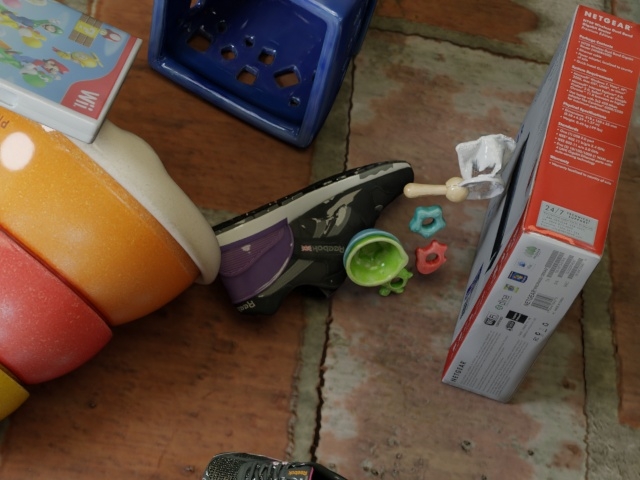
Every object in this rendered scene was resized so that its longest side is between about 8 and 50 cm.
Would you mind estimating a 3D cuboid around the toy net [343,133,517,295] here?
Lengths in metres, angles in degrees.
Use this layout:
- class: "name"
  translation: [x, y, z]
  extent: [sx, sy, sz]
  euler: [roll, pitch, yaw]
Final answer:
- class: "toy net"
  translation: [0.136, -0.022, 1.605]
  extent: [0.232, 0.122, 0.045]
  euler: [-38, 36, 13]

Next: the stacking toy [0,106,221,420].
- class: "stacking toy"
  translation: [-0.368, 0.072, 1.462]
  extent: [0.351, 0.350, 0.480]
  euler: [38, 79, 13]

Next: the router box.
- class: "router box"
  translation: [0.238, -0.030, 1.560]
  extent: [0.082, 0.335, 0.301]
  euler: [18, 57, 1]

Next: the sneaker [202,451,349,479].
- class: "sneaker"
  translation: [-0.032, 0.249, 1.497]
  extent: [0.178, 0.077, 0.072]
  euler: [11, 57, -2]

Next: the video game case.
- class: "video game case"
  translation: [-0.319, -0.199, 1.348]
  extent: [0.285, 0.025, 0.204]
  euler: [24, 30, -8]

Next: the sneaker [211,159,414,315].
- class: "sneaker"
  translation: [0.000, 0.000, 1.657]
  extent: [0.283, 0.107, 0.124]
  euler: [-25, 96, -31]

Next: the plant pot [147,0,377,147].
- class: "plant pot"
  translation: [-0.050, -0.293, 1.733]
  extent: [0.236, 0.236, 0.212]
  euler: [28, 52, 8]
